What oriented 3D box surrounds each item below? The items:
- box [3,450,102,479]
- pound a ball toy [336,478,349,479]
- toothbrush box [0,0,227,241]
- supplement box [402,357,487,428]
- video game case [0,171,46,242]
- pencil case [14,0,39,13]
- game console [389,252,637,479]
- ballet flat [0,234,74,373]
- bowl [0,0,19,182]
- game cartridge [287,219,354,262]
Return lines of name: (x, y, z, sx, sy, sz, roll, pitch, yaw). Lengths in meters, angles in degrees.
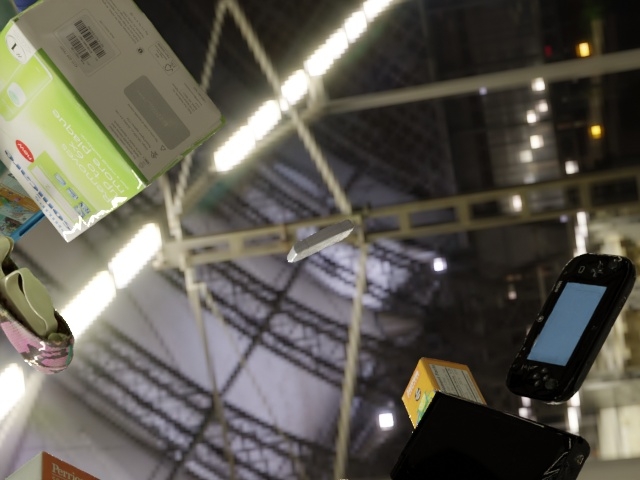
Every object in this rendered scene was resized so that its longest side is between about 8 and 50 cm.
box: (-0.273, 0.439, 1.501, 0.215, 0.168, 0.345, 35, -152, -35)
pound a ball toy: (0.053, 0.469, 1.822, 0.319, 0.208, 0.136, -48, -40, -53)
toothbrush box: (-0.249, -0.136, 1.465, 0.122, 0.283, 0.206, -42, -81, -26)
supplement box: (0.173, 0.245, 1.743, 0.233, 0.080, 0.078, -110, 37, -58)
video game case: (-0.368, -0.053, 1.647, 0.166, 0.119, 0.015, -45, -33, -31)
pencil case: (-0.399, -0.176, 1.896, 0.119, 0.133, 0.306, 9, -113, -42)
game console: (0.242, 0.164, 1.617, 0.044, 0.213, 0.361, 47, -113, -39)
ballet flat: (-0.337, 0.046, 1.493, 0.221, 0.079, 0.077, 45, -139, 13)
bowl: (-0.481, -0.185, 1.545, 0.311, 0.163, 0.312, 4, -94, -60)
game cartridge: (0.000, 0.000, 1.726, 0.017, 0.083, 0.056, 63, 163, 6)
